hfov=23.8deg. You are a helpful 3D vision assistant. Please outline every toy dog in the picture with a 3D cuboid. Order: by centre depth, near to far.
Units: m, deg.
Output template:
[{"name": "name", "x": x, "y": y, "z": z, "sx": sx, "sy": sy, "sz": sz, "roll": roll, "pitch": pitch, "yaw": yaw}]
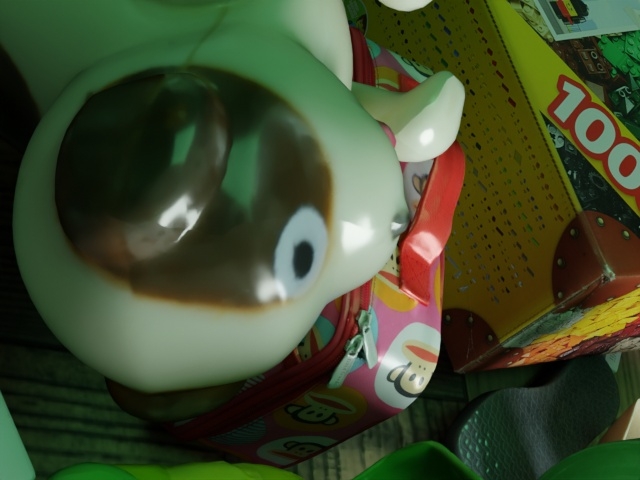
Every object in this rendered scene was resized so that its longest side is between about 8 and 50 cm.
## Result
[{"name": "toy dog", "x": -0.099, "y": -0.106, "z": 0.876, "sx": 0.395, "sy": 0.285, "sz": 0.408, "roll": -10, "pitch": 50, "yaw": -19}]

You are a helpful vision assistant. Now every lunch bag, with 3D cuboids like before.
[{"name": "lunch bag", "x": 0.000, "y": 0.000, "z": 1.087, "sx": 0.120, "sy": 0.258, "sz": 0.293, "roll": 26, "pitch": 51, "yaw": -33}]

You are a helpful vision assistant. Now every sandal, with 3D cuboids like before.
[{"name": "sandal", "x": 0.179, "y": 0.164, "z": 1.296, "sx": 0.254, "sy": 0.054, "sz": 0.097, "roll": -16, "pitch": 85, "yaw": -52}]

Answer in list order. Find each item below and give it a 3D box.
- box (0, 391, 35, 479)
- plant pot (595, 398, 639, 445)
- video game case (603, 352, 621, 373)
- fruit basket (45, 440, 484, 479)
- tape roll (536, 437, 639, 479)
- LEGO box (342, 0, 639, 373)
[{"name": "box", "x": -0.333, "y": 0.028, "z": 0.833, "sx": 0.168, "sy": 0.215, "sz": 0.345, "roll": -16, "pitch": 78, "yaw": -42}, {"name": "plant pot", "x": 0.268, "y": 0.221, "z": 1.292, "sx": 0.109, "sy": 0.096, "sz": 0.109, "roll": 39, "pitch": 49, "yaw": -6}, {"name": "video game case", "x": 0.240, "y": 0.059, "z": 1.421, "sx": 0.122, "sy": 0.011, "sz": 0.087, "roll": 37, "pitch": 49, "yaw": -18}, {"name": "fruit basket", "x": 0.006, "y": 0.229, "z": 0.881, "sx": 0.283, "sy": 0.392, "sz": 0.392, "roll": -33, "pitch": 90, "yaw": -10}, {"name": "tape roll", "x": 0.256, "y": 0.301, "z": 1.089, "sx": 0.077, "sy": 0.321, "sz": 0.321, "roll": -1, "pitch": 68, "yaw": -38}, {"name": "LEGO box", "x": 0.223, "y": -0.153, "z": 1.365, "sx": 0.372, "sy": 0.193, "sz": 0.500, "roll": -3, "pitch": 64, "yaw": -39}]
